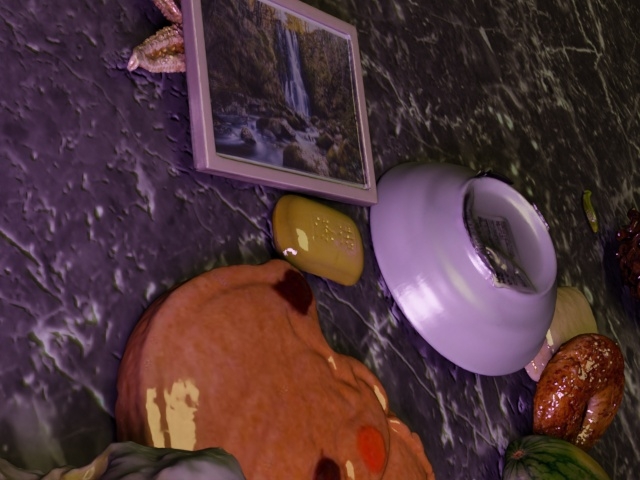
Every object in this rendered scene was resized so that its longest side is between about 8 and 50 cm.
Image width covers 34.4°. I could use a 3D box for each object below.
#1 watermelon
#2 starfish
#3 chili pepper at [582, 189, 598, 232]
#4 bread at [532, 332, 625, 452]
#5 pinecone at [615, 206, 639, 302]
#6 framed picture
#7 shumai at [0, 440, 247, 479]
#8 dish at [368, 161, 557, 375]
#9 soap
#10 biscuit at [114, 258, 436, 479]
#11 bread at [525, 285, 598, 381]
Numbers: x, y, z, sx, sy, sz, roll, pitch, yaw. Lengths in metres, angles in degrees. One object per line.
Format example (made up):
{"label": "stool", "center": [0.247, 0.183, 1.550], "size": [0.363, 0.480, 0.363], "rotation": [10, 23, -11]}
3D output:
{"label": "watermelon", "center": [0.310, 0.348, 1.264], "size": [0.204, 0.127, 0.232], "rotation": [-23, 93, -58]}
{"label": "starfish", "center": [-0.124, -0.238, 1.127], "size": [0.295, 0.048, 0.231], "rotation": [-5, 74, -54]}
{"label": "chili pepper", "center": [0.472, -0.054, 1.806], "size": [0.030, 0.017, 0.083], "rotation": [28, 48, -42]}
{"label": "bread", "center": [0.354, 0.212, 1.398], "size": [0.193, 0.064, 0.193], "rotation": [-19, 118, -43]}
{"label": "pinecone", "center": [0.615, 0.022, 1.791], "size": [0.221, 0.221, 0.221], "rotation": [30, 48, -39]}
{"label": "framed picture", "center": [-0.039, -0.170, 1.169], "size": [0.324, 0.020, 0.240], "rotation": [10, 70, -54]}
{"label": "shumai", "center": [-0.222, 0.232, 0.642], "size": [0.263, 0.304, 0.309], "rotation": [31, 37, 12]}
{"label": "dish", "center": [0.212, 0.012, 1.319], "size": [0.316, 0.106, 0.316], "rotation": [24, 50, -31]}
{"label": "soap", "center": [0.001, 0.000, 1.145], "size": [0.140, 0.045, 0.089], "rotation": [20, 58, -45]}
{"label": "biscuit", "center": [-0.016, 0.235, 0.969], "size": [0.455, 0.078, 0.350], "rotation": [55, 40, -14]}
{"label": "bread", "center": [0.341, 0.130, 1.489], "size": [0.178, 0.060, 0.139], "rotation": [-1, 71, -52]}
